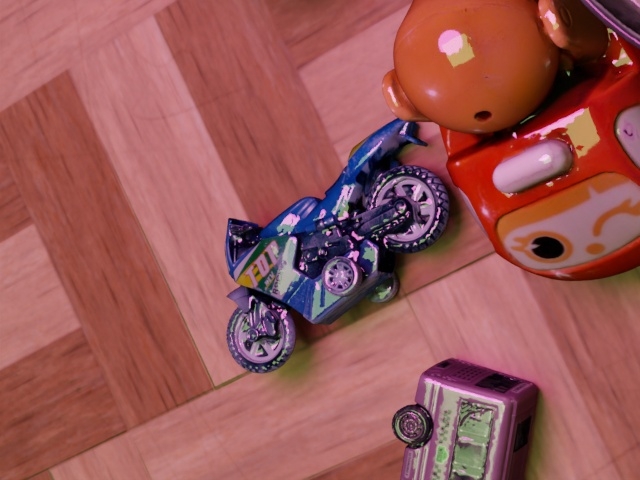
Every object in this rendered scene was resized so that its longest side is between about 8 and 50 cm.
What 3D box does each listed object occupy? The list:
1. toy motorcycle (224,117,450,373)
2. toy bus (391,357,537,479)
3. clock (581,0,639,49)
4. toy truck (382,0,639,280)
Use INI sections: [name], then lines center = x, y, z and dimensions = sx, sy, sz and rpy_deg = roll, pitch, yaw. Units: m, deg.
[toy motorcycle]
center = 0.000, 0.000, 1.554
dimensions = 0.254, 0.092, 0.135
rpy_deg = -39, 70, 19
[toy bus]
center = 0.118, 0.206, 1.521
dimensions = 0.108, 0.096, 0.199
rpy_deg = 12, 101, 22
[clock]
center = 0.282, -0.287, 1.160
dimensions = 0.386, 0.076, 0.386
rpy_deg = 19, 120, 37
[toy truck]
center = 0.164, -0.090, 1.361
dimensions = 0.189, 0.239, 0.265
rpy_deg = -25, 87, 30
